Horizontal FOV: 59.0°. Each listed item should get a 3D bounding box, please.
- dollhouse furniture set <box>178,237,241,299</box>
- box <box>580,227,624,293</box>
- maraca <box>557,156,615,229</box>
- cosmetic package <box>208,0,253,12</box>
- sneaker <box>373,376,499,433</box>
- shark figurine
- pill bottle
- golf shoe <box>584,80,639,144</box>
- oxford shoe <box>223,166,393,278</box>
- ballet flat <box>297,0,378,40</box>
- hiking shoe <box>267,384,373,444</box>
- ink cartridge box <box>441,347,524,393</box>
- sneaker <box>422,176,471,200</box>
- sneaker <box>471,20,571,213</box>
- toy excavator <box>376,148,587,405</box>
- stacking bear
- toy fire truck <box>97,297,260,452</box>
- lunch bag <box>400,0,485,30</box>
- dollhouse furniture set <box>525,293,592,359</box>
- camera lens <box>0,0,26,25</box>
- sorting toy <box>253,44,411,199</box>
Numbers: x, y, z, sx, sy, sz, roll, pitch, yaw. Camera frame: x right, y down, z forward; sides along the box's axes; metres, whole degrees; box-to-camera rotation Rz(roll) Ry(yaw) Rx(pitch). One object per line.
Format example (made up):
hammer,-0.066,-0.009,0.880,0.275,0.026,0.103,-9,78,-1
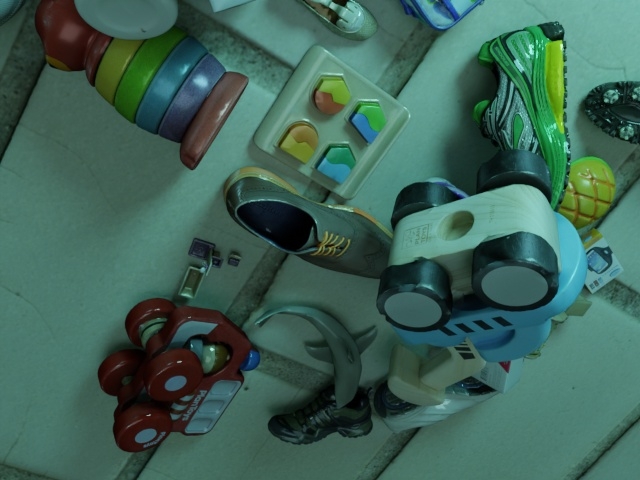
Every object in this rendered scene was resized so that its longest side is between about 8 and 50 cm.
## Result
dollhouse furniture set,-0.203,0.073,1.010,0.091,0.081,0.114,20,111,-18
box,0.560,0.048,1.156,0.081,0.028,0.136,-40,114,10
maraca,0.458,-0.071,1.036,0.185,0.099,0.127,-42,107,4
cosmetic package,-0.118,-0.372,0.720,0.107,0.238,0.127,-19,116,0
sneaker,0.262,0.329,1.216,0.297,0.111,0.129,-15,134,2
shark figurine,0.015,0.194,1.084,0.166,0.116,0.278,-43,107,1
pill bottle,-0.243,-0.379,0.708,0.121,0.121,0.221,-4,76,-8
golf shoe,0.603,-0.230,0.994,0.272,0.120,0.105,10,122,10
oxford shoe,0.000,0.000,0.979,0.363,0.133,0.130,21,110,-19
ballet flat,0.016,-0.351,0.857,0.168,0.052,0.057,23,110,-19
hiking shoe,0.000,0.356,1.193,0.226,0.086,0.114,-2,102,-15
ink cartridge box,0.323,0.216,1.128,0.063,0.150,0.109,-21,123,-38
sneaker,0.269,-0.024,0.986,0.236,0.104,0.095,33,96,1
sneaker,0.332,-0.174,0.947,0.146,0.134,0.344,-4,98,15
toy excavator,0.238,0.129,0.943,0.433,0.222,0.445,-17,128,32
stacking bear,-0.265,-0.247,0.808,0.289,0.175,0.164,32,89,-13
toy fire truck,-0.251,0.252,1.064,0.254,0.169,0.302,16,115,-42
lunch bag,0.168,-0.433,0.825,0.176,0.090,0.219,-38,115,13
dollhouse furniture set,0.455,0.196,1.161,0.161,0.101,0.182,6,124,-23
camera lens,-0.473,-0.343,0.655,0.219,0.274,0.219,-4,116,-8
sorting toy,0.022,-0.187,0.946,0.208,0.038,0.193,30,108,-21
